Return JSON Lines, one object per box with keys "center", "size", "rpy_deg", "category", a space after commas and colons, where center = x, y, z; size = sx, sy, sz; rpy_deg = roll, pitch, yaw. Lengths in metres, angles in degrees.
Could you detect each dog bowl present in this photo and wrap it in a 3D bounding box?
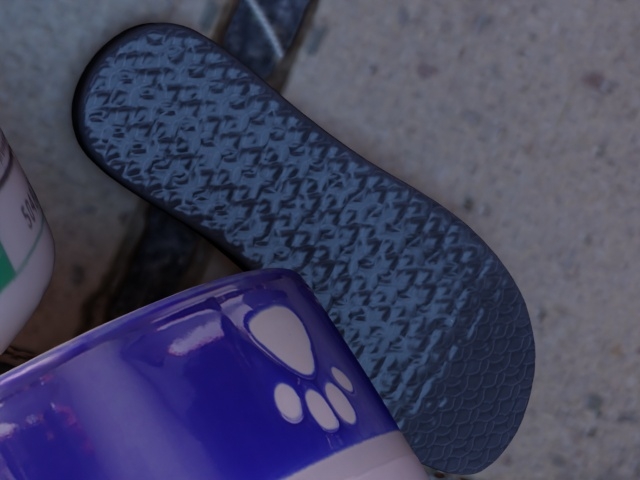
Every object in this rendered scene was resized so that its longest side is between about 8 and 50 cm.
{"center": [-0.093, 0.121, 0.695], "size": [0.265, 0.265, 0.104], "rpy_deg": [-29, 80, -6], "category": "dog bowl"}

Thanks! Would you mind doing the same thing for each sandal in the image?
{"center": [0.000, -0.001, 0.811], "size": [0.097, 0.054, 0.254], "rpy_deg": [-46, 104, -7], "category": "sandal"}

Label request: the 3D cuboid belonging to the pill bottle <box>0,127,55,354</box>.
{"center": [-0.253, -0.098, 0.614], "size": [0.204, 0.204, 0.361], "rpy_deg": [-27, 113, -7], "category": "pill bottle"}
